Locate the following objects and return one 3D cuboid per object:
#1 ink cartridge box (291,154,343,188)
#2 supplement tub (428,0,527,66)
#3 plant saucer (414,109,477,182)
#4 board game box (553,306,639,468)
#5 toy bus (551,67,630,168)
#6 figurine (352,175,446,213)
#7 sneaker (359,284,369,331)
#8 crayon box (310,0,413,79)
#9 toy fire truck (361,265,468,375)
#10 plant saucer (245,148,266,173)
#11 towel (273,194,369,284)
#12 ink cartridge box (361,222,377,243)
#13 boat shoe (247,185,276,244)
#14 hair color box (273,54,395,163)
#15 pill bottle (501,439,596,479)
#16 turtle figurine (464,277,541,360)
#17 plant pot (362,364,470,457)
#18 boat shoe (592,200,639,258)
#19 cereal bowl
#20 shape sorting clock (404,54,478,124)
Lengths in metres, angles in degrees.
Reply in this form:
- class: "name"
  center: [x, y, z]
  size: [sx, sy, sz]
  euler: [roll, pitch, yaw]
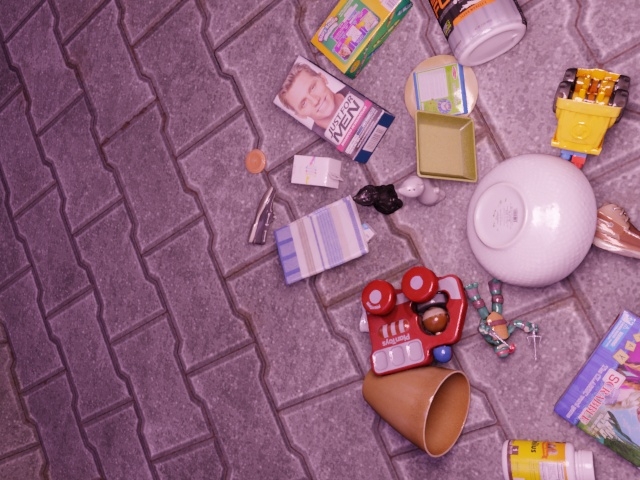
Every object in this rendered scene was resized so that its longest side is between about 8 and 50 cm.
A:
- class: "ink cartridge box"
  center: [-0.004, -0.215, 1.698]
  size: [0.143, 0.092, 0.089]
  euler: [9, 95, 26]
- class: "supplement tub"
  center: [0.389, -0.639, 1.416]
  size: [0.194, 0.194, 0.315]
  euler: [-27, 79, 26]
- class: "plant saucer"
  center: [0.334, -0.251, 1.482]
  size: [0.045, 0.188, 0.188]
  euler: [154, 117, -67]
- class: "board game box"
  center: [0.796, 0.380, 1.305]
  size: [0.318, 0.066, 0.318]
  euler: [33, 106, 23]
- class: "toy bus"
  center: [0.644, -0.293, 1.317]
  size: [0.150, 0.220, 0.211]
  euler: [16, 132, 23]
- class: "figurine"
  center: [0.221, -0.131, 1.513]
  size: [0.215, 0.209, 0.092]
  euler: [-10, 88, 28]
- class: "sneaker"
  center: [0.155, 0.209, 1.655]
  size: [0.061, 0.054, 0.152]
  euler: [4, 100, 19]
- class: "crayon box"
  center: [0.119, -0.650, 1.622]
  size: [0.165, 0.081, 0.278]
  euler: [49, 112, 18]
- class: "toy fire truck"
  center: [0.263, 0.224, 1.487]
  size: [0.302, 0.169, 0.253]
  euler: [-22, 63, 28]
- class: "plant saucer"
  center: [-0.224, -0.272, 1.857]
  size: [0.084, 0.013, 0.083]
  euler: [2, 93, 28]
- class: "towel"
  center: [0.000, 0.000, 1.676]
  size: [0.285, 0.034, 0.209]
  euler: [-24, 62, 14]
- class: "ink cartridge box"
  center: [0.129, -0.008, 1.669]
  size: [0.083, 0.028, 0.048]
  euler: [-47, 70, 21]
- class: "boat shoe"
  center: [-0.184, -0.081, 1.829]
  size: [0.065, 0.075, 0.205]
  euler: [20, 98, -17]
- class: "hair color box"
  center: [0.037, -0.403, 1.662]
  size: [0.347, 0.105, 0.173]
  euler: [39, 108, 22]
- class: "pill bottle"
  center: [0.588, 0.580, 1.395]
  size: [0.215, 0.117, 0.117]
  euler: [-8, 88, 28]
- class: "turtle figurine"
  center: [0.469, 0.221, 1.434]
  size: [0.118, 0.176, 0.234]
  euler: [-44, 58, 54]
- class: "plant pot"
  center: [0.251, 0.443, 1.527]
  size: [0.255, 0.237, 0.236]
  euler: [13, 98, 42]
- class: "boat shoe"
  center: [0.695, -0.037, 1.317]
  size: [0.325, 0.123, 0.116]
  euler: [23, 100, 24]
- class: "cereal bowl"
  center: [0.485, -0.055, 1.334]
  size: [0.339, 0.141, 0.338]
  euler: [-17, 70, 56]
- class: "shape sorting clock"
  center: [0.341, -0.419, 1.534]
  size: [0.206, 0.040, 0.206]
  euler: [5, 101, 26]
